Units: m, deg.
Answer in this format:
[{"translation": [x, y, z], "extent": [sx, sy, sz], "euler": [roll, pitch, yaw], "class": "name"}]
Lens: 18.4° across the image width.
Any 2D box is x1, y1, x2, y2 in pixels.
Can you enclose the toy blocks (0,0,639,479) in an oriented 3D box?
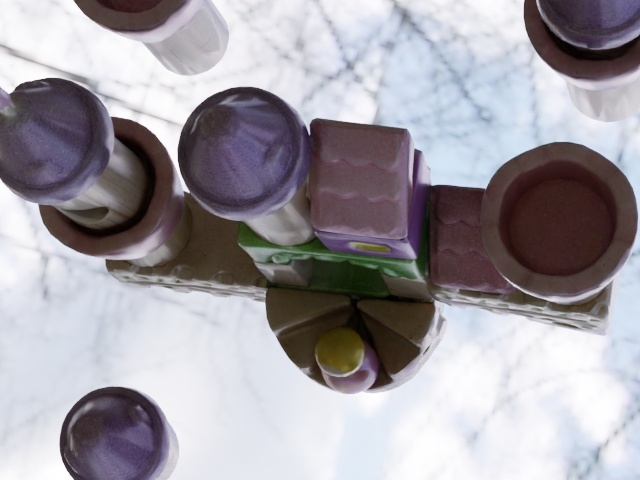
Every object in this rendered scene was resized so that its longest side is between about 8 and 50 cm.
[{"translation": [0.000, 0.000, 0.853], "extent": [0.260, 0.289, 0.308], "euler": [50, 48, -74], "class": "toy blocks"}]
